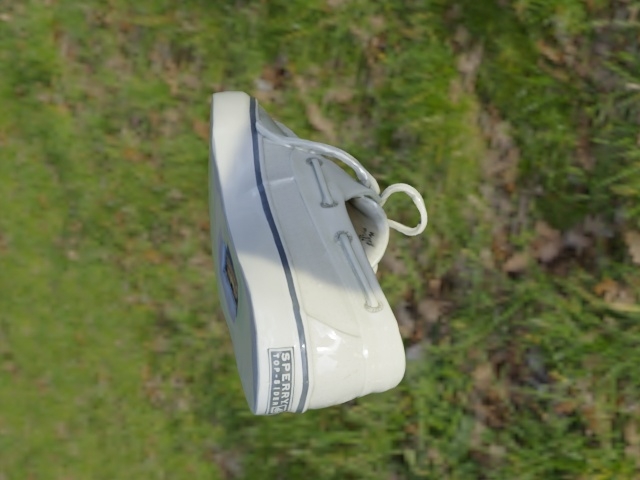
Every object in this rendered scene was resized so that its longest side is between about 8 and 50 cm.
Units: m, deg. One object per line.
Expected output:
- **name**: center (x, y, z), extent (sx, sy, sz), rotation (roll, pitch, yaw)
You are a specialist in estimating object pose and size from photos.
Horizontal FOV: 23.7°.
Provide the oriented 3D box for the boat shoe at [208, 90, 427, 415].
- **boat shoe**: center (0.001, -0.007, 1.166), extent (0.367, 0.156, 0.136), rotation (-110, 20, -58)
